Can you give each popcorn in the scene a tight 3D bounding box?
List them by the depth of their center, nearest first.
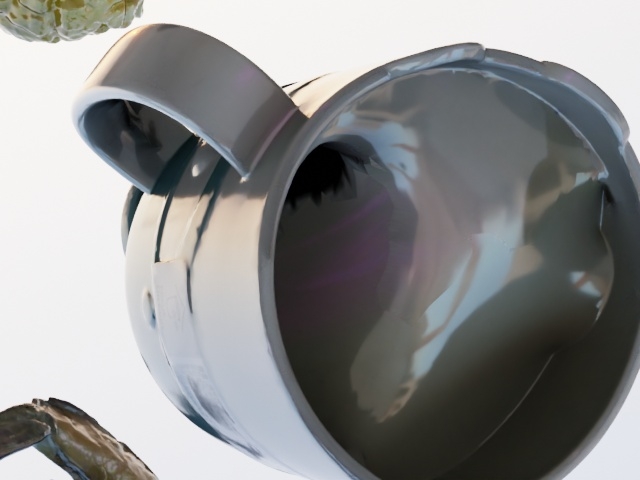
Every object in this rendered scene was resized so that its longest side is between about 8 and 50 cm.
[{"bbox_3d":[-0.230,-0.254,1.368,0.170,0.180,0.180,-49,-142,-1],"label":"popcorn"}]

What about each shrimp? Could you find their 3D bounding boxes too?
[{"bbox_3d":[-0.294,0.283,1.509,0.085,0.272,0.445,-28,163,33],"label":"shrimp"}]

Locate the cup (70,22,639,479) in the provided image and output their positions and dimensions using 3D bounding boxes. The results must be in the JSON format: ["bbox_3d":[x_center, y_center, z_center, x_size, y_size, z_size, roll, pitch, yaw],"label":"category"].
[{"bbox_3d":[0.000,0.000,0.803,0.219,0.289,0.257,-57,-158,-16],"label":"cup"}]
